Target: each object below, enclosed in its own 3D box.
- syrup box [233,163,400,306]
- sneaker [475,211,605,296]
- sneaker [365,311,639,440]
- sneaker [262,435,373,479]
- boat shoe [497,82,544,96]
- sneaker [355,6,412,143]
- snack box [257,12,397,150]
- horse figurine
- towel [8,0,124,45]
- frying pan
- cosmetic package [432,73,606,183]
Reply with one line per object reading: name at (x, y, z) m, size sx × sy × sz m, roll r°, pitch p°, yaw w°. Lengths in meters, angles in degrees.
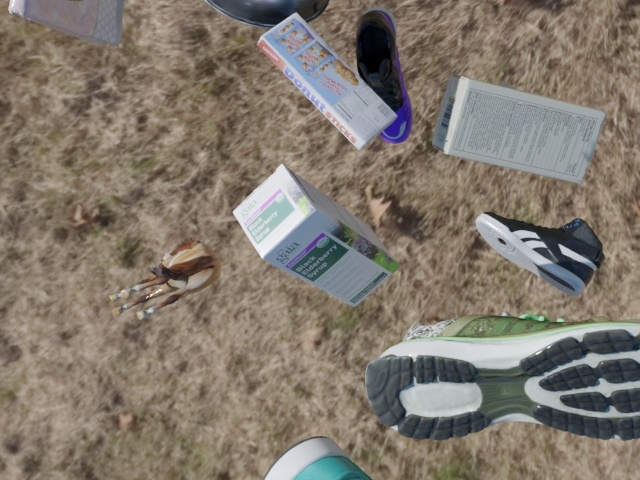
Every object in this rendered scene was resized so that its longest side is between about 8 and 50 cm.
syrup box at (0.000, 0.000, 1.032) m, size 0.093 × 0.237 × 0.096 m, roll -43°, pitch 55°, yaw 11°
sneaker at (0.389, -0.008, 1.336) m, size 0.217 × 0.121 × 0.079 m, roll 37°, pitch 164°, yaw 18°
sneaker at (0.267, 0.132, 0.953) m, size 0.411 × 0.182 × 0.158 m, roll -3°, pitch 117°, yaw 16°
sneaker at (0.023, 0.323, 0.602) m, size 0.178 × 0.124 × 0.295 m, roll 32°, pitch 124°, yaw 47°
boat shoe at (0.465, -0.294, 1.755) m, size 0.081 × 0.228 × 0.068 m, roll -43°, pitch 56°, yaw 36°
sneaker at (0.124, -0.335, 1.615) m, size 0.102 × 0.146 × 0.293 m, roll -9°, pitch 109°, yaw 14°
snack box at (0.008, -0.191, 0.918) m, size 0.178 × 0.064 × 0.022 m, roll 46°, pitch 153°, yaw 3°
horse figurine at (-0.209, 0.050, 1.099) m, size 0.066 × 0.174 × 0.263 m, roll 62°, pitch 156°, yaw -7°
towel at (-0.398, -0.510, 1.282) m, size 0.054 × 0.317 × 0.331 m, roll 11°, pitch 96°, yaw 9°
frying pan at (-0.139, -0.370, 1.004) m, size 0.326 × 0.197 × 0.053 m, roll 8°, pitch 148°, yaw -14°
cosmetic package at (0.408, -0.232, 1.592) m, size 0.310 × 0.113 × 0.160 m, roll 11°, pitch 106°, yaw -13°
